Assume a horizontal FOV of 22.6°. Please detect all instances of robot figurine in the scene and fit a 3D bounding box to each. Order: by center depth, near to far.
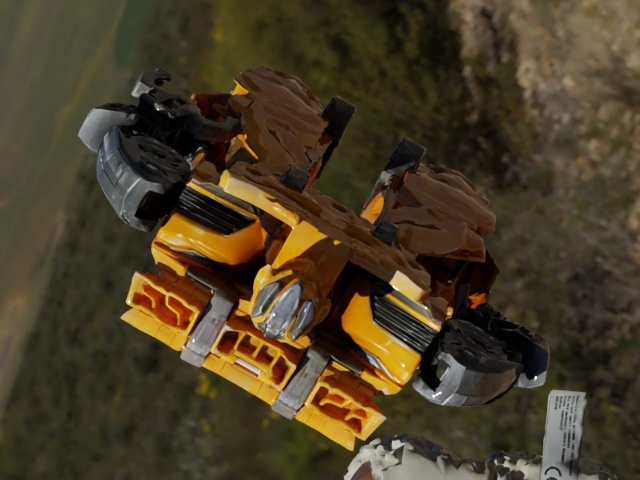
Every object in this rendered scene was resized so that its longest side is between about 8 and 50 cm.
[{"bbox_3d":[0.000,0.000,0.708,0.085,0.211,0.291,-60,0,17],"label":"robot figurine"}]

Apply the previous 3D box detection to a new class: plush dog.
[{"bbox_3d":[0.150,0.239,1.052,0.262,0.211,0.225,58,165,27],"label":"plush dog"}]
